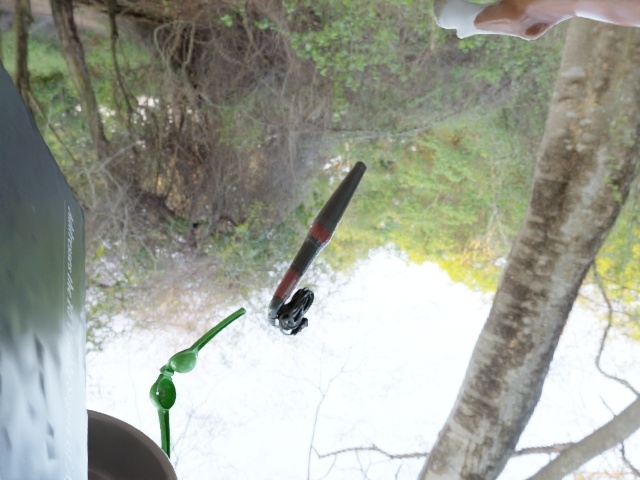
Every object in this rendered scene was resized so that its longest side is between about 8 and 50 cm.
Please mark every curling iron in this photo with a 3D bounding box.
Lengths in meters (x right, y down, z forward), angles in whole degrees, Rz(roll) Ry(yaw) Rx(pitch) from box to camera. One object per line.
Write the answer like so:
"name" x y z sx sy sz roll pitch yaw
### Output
"curling iron" 0.000 0.000 0.691 0.035 0.068 0.273 11 -123 22

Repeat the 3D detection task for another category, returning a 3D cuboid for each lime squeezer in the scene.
"lime squeezer" -0.240 0.242 0.957 0.110 0.310 0.059 12 163 46

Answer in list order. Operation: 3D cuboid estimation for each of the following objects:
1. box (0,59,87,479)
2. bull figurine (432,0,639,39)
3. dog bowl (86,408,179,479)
"box" -0.284 0.043 0.151 0.298 0.471 0.479 -13 -127 -7
"bull figurine" 0.124 -0.244 0.258 0.189 0.310 0.101 9 -137 41
"dog bowl" -0.352 0.362 0.748 0.349 0.102 0.348 23 -166 -6
